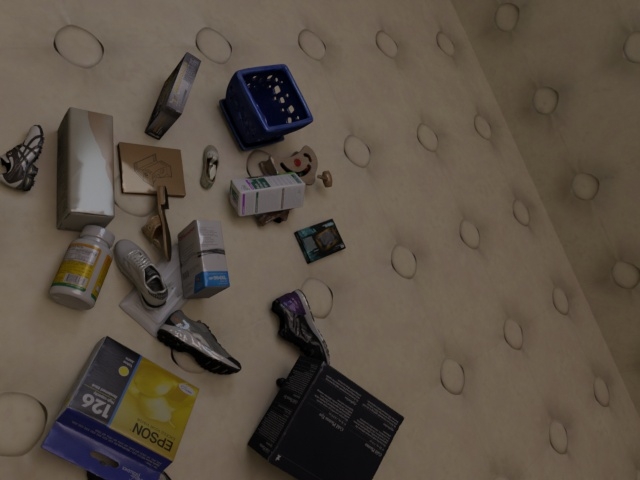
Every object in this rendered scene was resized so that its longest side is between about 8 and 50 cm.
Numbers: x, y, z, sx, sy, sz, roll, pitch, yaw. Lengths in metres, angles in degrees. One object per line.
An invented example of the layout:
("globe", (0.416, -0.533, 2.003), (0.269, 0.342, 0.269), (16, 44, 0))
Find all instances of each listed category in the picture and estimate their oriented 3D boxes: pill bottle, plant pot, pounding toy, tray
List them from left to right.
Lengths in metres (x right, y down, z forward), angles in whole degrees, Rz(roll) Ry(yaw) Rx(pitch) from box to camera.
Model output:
("pill bottle", (-0.624, 0.068, 1.500), (0.117, 0.117, 0.209), (27, 57, -27))
("tray", (-0.449, 0.140, 1.666), (0.145, 0.030, 0.270), (47, 50, -14))
("plant pot", (-0.206, -0.455, 1.984), (0.235, 0.212, 0.236), (-25, 88, -41))
("pounding toy", (-0.069, -0.277, 2.052), (0.269, 0.154, 0.154), (1, 76, -38))

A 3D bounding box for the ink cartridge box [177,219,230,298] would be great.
("ink cartridge box", (-0.346, 0.056, 1.661), (0.085, 0.148, 0.203), (2, 71, -37))

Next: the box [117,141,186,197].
("box", (-0.524, -0.217, 1.763), (0.201, 0.021, 0.165), (2, 71, -38))

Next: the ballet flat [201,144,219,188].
("ballet flat", (-0.360, -0.252, 1.884), (0.057, 0.052, 0.168), (16, 62, -32))

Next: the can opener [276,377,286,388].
("can opener", (-0.067, 0.502, 1.793), (0.186, 0.059, 0.073), (50, 50, -11))

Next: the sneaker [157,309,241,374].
("sneaker", (-0.336, 0.299, 1.645), (0.271, 0.100, 0.108), (39, 47, -19))

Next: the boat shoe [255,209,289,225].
("boat shoe", (-0.148, -0.094, 1.983), (0.183, 0.066, 0.066), (-20, 92, -34))

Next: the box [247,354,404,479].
("box", (0.018, 0.572, 1.697), (0.343, 0.179, 0.313), (39, 70, -19))

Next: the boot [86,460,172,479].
("boot", (-0.467, 0.629, 1.432), (0.247, 0.083, 0.161), (58, 36, -3))

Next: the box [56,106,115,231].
("box", (-0.654, -0.191, 1.569), (0.121, 0.148, 0.311), (6, 70, -37))

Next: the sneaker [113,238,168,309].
("sneaker", (-0.498, 0.079, 1.588), (0.090, 0.095, 0.235), (-30, 73, -34))

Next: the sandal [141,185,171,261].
("sandal", (-0.495, -0.047, 1.692), (0.079, 0.088, 0.240), (-6, 73, -6))

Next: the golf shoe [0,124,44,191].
("golf shoe", (-0.802, -0.233, 1.516), (0.093, 0.077, 0.198), (16, 61, -32))

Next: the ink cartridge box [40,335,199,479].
("ink cartridge box", (-0.488, 0.441, 1.435), (0.303, 0.072, 0.307), (38, 35, -21))

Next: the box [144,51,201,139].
("box", (-0.470, -0.457, 1.798), (0.056, 0.183, 0.231), (27, 58, -27))

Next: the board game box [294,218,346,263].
("board game box", (0.000, 0.000, 2.077), (0.186, 0.026, 0.126), (-20, 84, -41))

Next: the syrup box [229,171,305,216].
("syrup box", (-0.179, -0.159, 1.903), (0.236, 0.096, 0.093), (-9, 37, -26))

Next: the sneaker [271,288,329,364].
("sneaker", (-0.075, 0.313, 1.858), (0.124, 0.107, 0.284), (-21, 81, -27))
